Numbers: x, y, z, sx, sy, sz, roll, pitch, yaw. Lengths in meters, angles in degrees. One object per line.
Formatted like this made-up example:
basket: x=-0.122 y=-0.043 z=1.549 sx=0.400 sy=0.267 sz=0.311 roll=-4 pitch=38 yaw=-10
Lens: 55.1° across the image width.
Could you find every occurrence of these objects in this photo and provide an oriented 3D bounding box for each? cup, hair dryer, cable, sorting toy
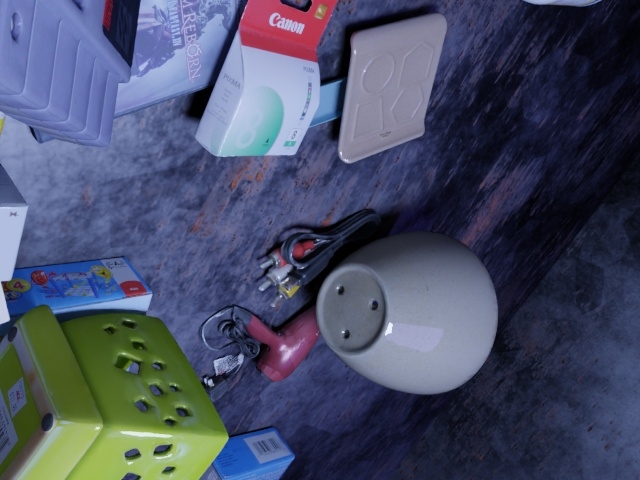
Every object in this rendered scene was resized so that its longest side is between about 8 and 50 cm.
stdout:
cup: x=0.131 y=0.134 z=1.163 sx=0.237 sy=0.331 sz=0.331 roll=8 pitch=119 yaw=-49
hair dryer: x=-0.095 y=0.199 z=1.200 sx=0.294 sy=0.080 sz=0.223 roll=-21 pitch=139 yaw=-35
cable: x=0.000 y=0.000 z=1.138 sx=0.287 sy=0.072 sz=0.139 roll=-40 pitch=140 yaw=-32
sorting toy: x=0.107 y=-0.240 z=0.964 sx=0.193 sy=0.038 sz=0.208 roll=-25 pitch=137 yaw=-31

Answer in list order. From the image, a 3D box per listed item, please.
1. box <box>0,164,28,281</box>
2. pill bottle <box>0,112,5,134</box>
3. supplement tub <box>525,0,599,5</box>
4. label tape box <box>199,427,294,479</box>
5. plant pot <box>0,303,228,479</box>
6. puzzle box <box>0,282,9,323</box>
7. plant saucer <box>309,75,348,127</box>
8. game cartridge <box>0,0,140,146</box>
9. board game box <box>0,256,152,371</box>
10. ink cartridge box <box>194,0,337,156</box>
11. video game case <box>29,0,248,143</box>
box: x=-0.374 y=-0.017 z=0.633 sx=0.102 sy=0.087 sz=0.101 roll=-4 pitch=128 yaw=-47
pill bottle: x=-0.330 y=-0.133 z=0.578 sx=0.065 sy=0.065 sz=0.116 roll=-2 pitch=126 yaw=-48
supplement tub: x=0.385 y=-0.451 z=0.976 sx=0.200 sy=0.144 sz=0.144 roll=-16 pitch=137 yaw=-39
label tape box: x=-0.244 y=0.614 z=1.458 sx=0.241 sy=0.106 sz=0.333 roll=8 pitch=121 yaw=-51
plant pot: x=-0.284 y=0.221 z=0.717 sx=0.227 sy=0.228 sz=0.207 roll=-51 pitch=142 yaw=8
puzzle box: x=-0.302 y=-0.159 z=0.390 sx=0.052 sy=0.272 sz=0.408 roll=-22 pitch=141 yaw=-34
plant saucer: x=0.053 y=-0.232 z=0.955 sx=0.192 sy=0.018 sz=0.067 roll=-24 pitch=142 yaw=-30
game cartridge: x=-0.158 y=-0.252 z=0.400 sx=0.230 sy=0.068 sz=0.354 roll=162 pitch=-64 yaw=-89
board game box: x=-0.410 y=0.180 z=0.810 sx=0.302 sy=0.086 sz=0.308 roll=-7 pitch=131 yaw=-46
ink cartridge box: x=-0.051 y=-0.215 z=0.791 sx=0.181 sy=0.056 sz=0.224 roll=-14 pitch=139 yaw=-59
video game case: x=-0.197 y=-0.233 z=0.661 sx=0.274 sy=0.026 sz=0.196 roll=-27 pitch=143 yaw=-27
